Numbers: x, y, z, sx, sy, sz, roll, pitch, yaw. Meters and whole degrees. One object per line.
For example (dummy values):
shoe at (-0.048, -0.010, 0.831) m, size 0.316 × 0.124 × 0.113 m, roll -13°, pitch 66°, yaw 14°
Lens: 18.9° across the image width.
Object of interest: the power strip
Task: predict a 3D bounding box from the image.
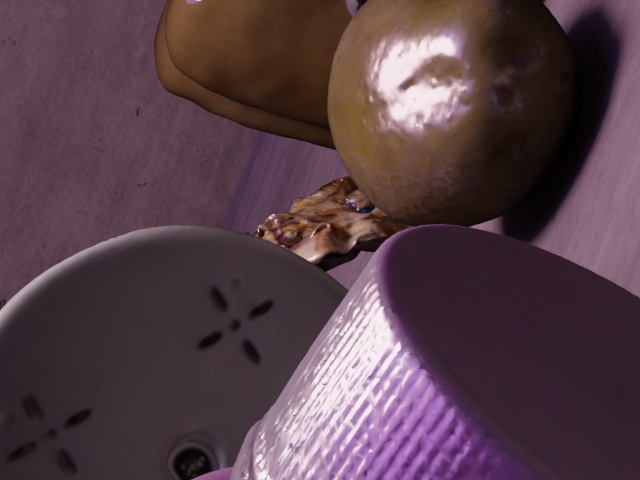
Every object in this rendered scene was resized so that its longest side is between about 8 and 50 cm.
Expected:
power strip at (-0.093, 0.165, 1.341) m, size 0.161 × 0.357 × 0.357 m, roll 133°, pitch 155°, yaw -67°

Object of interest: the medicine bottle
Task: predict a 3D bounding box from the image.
medicine bottle at (0.030, 0.181, 0.712) m, size 0.325 × 0.256 × 0.256 m, roll -60°, pitch 12°, yaw 20°

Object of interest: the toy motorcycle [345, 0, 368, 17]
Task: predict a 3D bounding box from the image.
toy motorcycle at (0.076, -0.189, 1.525) m, size 0.188 × 0.143 × 0.327 m, roll -29°, pitch -59°, yaw -74°

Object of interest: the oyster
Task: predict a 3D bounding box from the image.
oyster at (0.000, 0.000, 1.604) m, size 0.214 × 0.083 × 0.223 m, roll -30°, pitch 2°, yaw -21°

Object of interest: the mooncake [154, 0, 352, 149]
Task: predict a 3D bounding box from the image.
mooncake at (0.009, -0.323, 1.975) m, size 0.467 × 0.262 × 0.467 m, roll -160°, pitch 90°, yaw -84°

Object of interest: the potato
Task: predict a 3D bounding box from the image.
potato at (0.091, -0.099, 1.318) m, size 0.235 × 0.160 × 0.178 m, roll -8°, pitch 102°, yaw 66°
